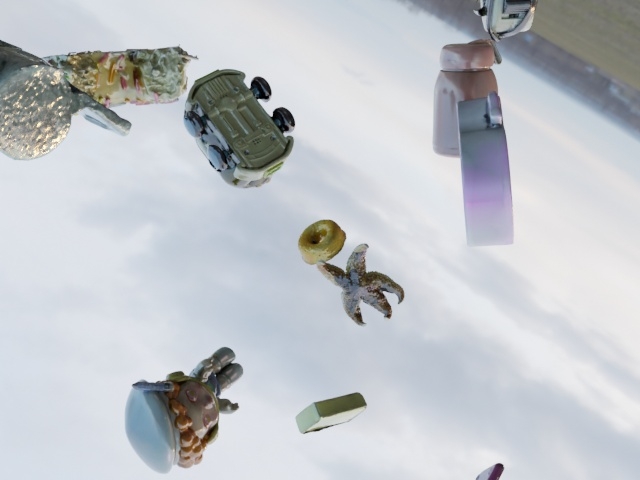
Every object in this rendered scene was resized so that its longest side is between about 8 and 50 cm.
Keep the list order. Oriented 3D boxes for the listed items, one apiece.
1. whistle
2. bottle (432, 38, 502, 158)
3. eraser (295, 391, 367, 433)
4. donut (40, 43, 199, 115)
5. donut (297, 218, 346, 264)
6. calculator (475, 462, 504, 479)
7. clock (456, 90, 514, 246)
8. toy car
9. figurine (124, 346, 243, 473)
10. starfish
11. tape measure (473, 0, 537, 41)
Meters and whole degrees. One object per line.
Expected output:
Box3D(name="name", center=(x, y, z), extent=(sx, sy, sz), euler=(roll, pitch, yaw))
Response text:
Box3D(name="whistle", center=(-0.545, -0.280, 1.529), extent=(0.168, 0.188, 0.405), euler=(26, -154, 27))
Box3D(name="bottle", center=(0.393, -0.378, 2.086), extent=(0.207, 0.296, 0.173), euler=(-15, -160, -36))
Box3D(name="eraser", center=(0.029, 0.469, 2.152), extent=(0.172, 0.117, 0.058), euler=(-5, -121, -38))
Box3D(name="donut", center=(-0.521, -0.402, 1.972), extent=(0.371, 0.150, 0.307), euler=(-13, -164, -30))
Box3D(name="donut", center=(0.000, 0.000, 2.216), extent=(0.058, 0.152, 0.152), euler=(59, 180, -35))
Box3D(name="calculator", center=(0.256, 0.433, 1.306), extent=(0.034, 0.126, 0.190), euler=(31, 159, 17))
Box3D(name="clock", center=(0.359, -0.153, 1.730), extent=(0.102, 0.338, 0.338), euler=(-5, -166, 11))
Box3D(name="toy car", center=(-0.185, -0.221, 1.693), extent=(0.204, 0.198, 0.247), euler=(-33, -98, -26))
Box3D(name="figurine", center=(-0.311, 0.401, 1.871), extent=(0.382, 0.205, 0.224), euler=(-15, -92, -61))
Box3D(name="starfish", center=(0.093, 0.099, 1.898), extent=(0.238, 0.216, 0.071), euler=(20, -158, -16))
Box3D(name="tape measure", center=(0.448, -0.602, 1.900), extent=(0.133, 0.231, 0.271), euler=(-1, -168, 0))
